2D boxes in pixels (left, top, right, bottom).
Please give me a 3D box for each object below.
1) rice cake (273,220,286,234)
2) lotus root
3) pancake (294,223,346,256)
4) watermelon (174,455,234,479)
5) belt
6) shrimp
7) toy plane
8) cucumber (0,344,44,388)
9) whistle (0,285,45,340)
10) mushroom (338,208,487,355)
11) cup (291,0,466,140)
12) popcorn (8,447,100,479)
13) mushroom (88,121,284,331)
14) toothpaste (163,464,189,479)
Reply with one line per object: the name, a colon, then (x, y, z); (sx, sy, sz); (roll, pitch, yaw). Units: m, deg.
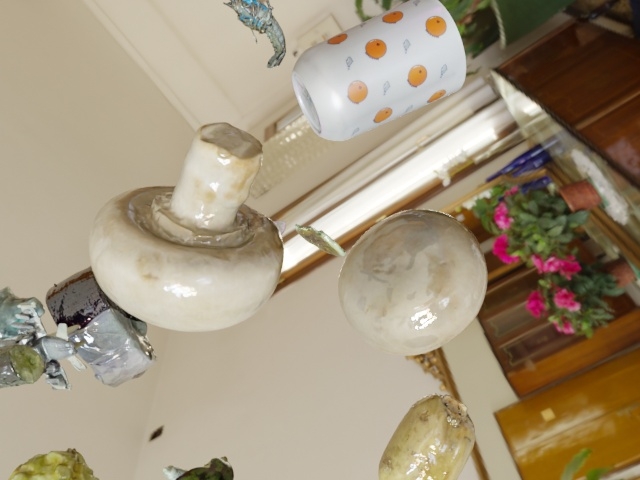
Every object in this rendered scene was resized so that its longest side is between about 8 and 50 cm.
rice cake: (-0.125, 0.035, 1.070); (0.036, 0.047, 0.206); (45, -128, -12)
lotus root: (0.220, 0.464, 1.232); (0.160, 0.284, 0.146); (32, -173, 19)
pancake: (0.005, 0.002, 1.266); (0.116, 0.022, 0.129); (40, 167, -26)
watermelon: (-0.321, 0.597, 1.241); (0.128, 0.303, 0.159); (44, 169, -21)
belt: (-0.473, 0.193, 1.302); (0.289, 0.164, 0.184); (66, 169, -26)
shrimp: (-0.117, -0.402, 1.049); (0.082, 0.076, 0.174); (16, 148, 55)
toy plane: (-0.564, 0.207, 1.104); (0.088, 0.262, 0.192); (-56, -45, -64)
cucumber: (-0.450, 0.170, 0.700); (0.052, 0.215, 0.058); (-98, -8, -47)
whistle: (-0.874, 0.268, 1.404); (0.188, 0.405, 0.168); (-9, 113, 59)
mushroom: (0.227, 0.107, 1.379); (0.294, 0.362, 0.362); (46, -161, -41)
cup: (0.112, -0.349, 1.207); (0.212, 0.317, 0.212); (62, 172, 16)
popcorn: (-0.502, 0.492, 1.077); (0.187, 0.185, 0.167); (39, -137, 14)
mushroom: (-0.136, -0.004, 0.593); (0.209, 0.206, 0.206); (94, 158, -53)
toothpaste: (-0.458, 0.784, 1.916); (0.218, 0.041, 0.064); (57, -138, -52)
